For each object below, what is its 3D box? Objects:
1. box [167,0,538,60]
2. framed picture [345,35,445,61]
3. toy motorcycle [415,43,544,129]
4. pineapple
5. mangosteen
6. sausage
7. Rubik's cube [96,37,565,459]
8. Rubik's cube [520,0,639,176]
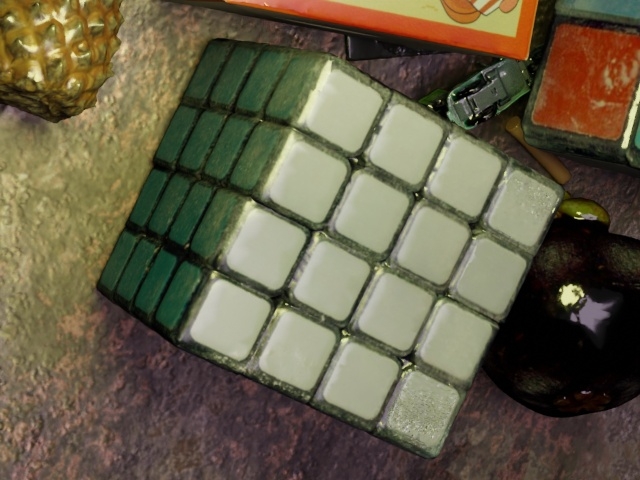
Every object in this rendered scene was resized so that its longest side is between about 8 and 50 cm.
[{"bbox_3d":[0.032,-0.354,1.762,0.349,0.318,0.256,8,95,-20],"label":"box"},{"bbox_3d":[0.136,-0.389,1.976,0.244,0.013,0.323,-8,101,-22],"label":"framed picture"},{"bbox_3d":[0.210,-0.193,1.995,0.173,0.100,0.058,-32,111,-13],"label":"toy motorcycle"},{"bbox_3d":[-0.271,-0.313,1.746,0.175,0.175,0.361,22,75,-25],"label":"pineapple"},{"bbox_3d":[0.308,0.063,2.016,0.275,0.275,0.302,7,60,-24],"label":"mangosteen"},{"bbox_3d":[0.281,-0.114,2.078,0.116,0.026,0.026,43,81,-24],"label":"sausage"},{"bbox_3d":[0.000,0.000,1.799,0.344,0.344,0.337,27,86,-24],"label":"Rubik's cube"},{"bbox_3d":[0.476,-0.213,1.941,0.313,0.316,0.318,13,92,-50],"label":"Rubik's cube"}]
